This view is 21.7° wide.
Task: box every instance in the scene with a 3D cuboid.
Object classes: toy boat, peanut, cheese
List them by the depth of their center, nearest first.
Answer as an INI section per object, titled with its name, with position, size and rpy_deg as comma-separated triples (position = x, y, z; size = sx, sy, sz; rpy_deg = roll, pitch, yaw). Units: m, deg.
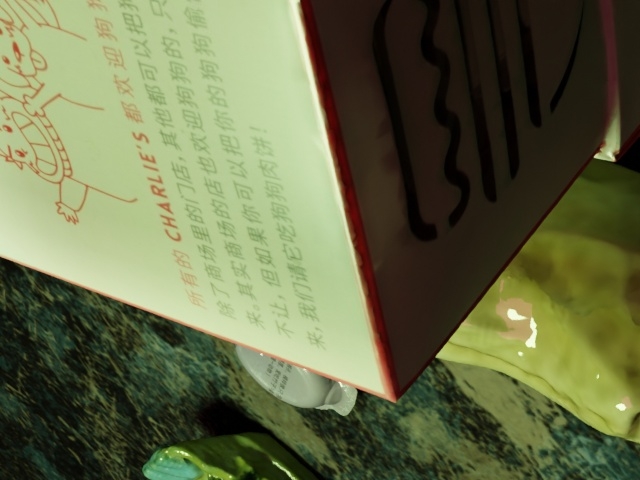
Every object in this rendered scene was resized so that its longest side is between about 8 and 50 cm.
[peanut]
position = 0.132, 0.009, 1.019
size = 0.340, 0.174, 0.158
rpy_deg = 21, 96, 23
[cheese]
position = -0.047, 0.079, 1.382
size = 0.191, 0.042, 0.105
rpy_deg = 36, 145, 11
[toy boat]
position = -0.030, 0.263, 1.537
size = 0.276, 0.084, 0.111
rpy_deg = 39, 144, 0

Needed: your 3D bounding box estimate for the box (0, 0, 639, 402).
[box]
position = -0.023, -0.152, 0.869
size = 0.312, 0.300, 0.314
rpy_deg = 17, 138, 32
